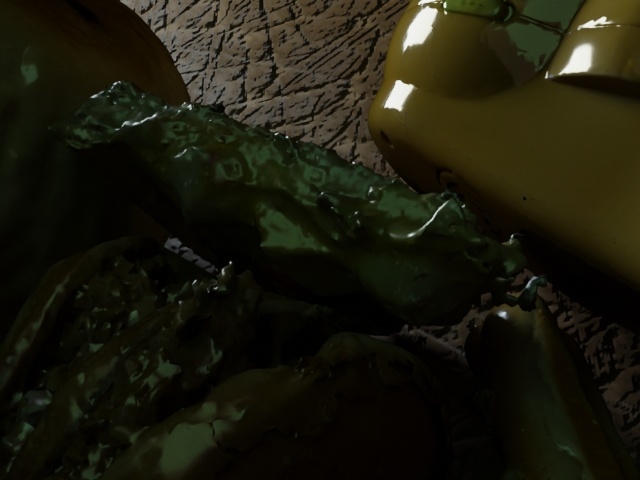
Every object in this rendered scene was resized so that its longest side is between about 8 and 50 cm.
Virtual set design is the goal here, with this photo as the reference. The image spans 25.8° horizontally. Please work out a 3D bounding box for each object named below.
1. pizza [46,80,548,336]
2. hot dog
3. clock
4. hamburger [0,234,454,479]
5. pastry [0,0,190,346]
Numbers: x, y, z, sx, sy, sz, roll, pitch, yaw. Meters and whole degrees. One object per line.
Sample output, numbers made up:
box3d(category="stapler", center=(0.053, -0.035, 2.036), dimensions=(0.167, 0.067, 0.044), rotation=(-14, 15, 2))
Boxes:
box3d(category="pizza", center=(0.000, 0.000, 0.755), dimensions=(0.287, 0.280, 0.075), rotation=(7, 67, 62))
box3d(category="hot dog", center=(0.133, 0.128, 0.749), dimensions=(0.072, 0.109, 0.269), rotation=(-29, 40, 10))
box3d(category="clock", center=(0.169, -0.057, 0.817), dimensions=(0.317, 0.244, 0.200), rotation=(26, 79, 43))
box3d(category="hamburger", center=(-0.070, 0.119, 0.737), dimensions=(0.245, 0.260, 0.211), rotation=(-21, 37, -36))
box3d(category="pastry", center=(-0.281, -0.065, 0.950), dimensions=(0.312, 0.388, 0.388), rotation=(-54, 43, 13))
